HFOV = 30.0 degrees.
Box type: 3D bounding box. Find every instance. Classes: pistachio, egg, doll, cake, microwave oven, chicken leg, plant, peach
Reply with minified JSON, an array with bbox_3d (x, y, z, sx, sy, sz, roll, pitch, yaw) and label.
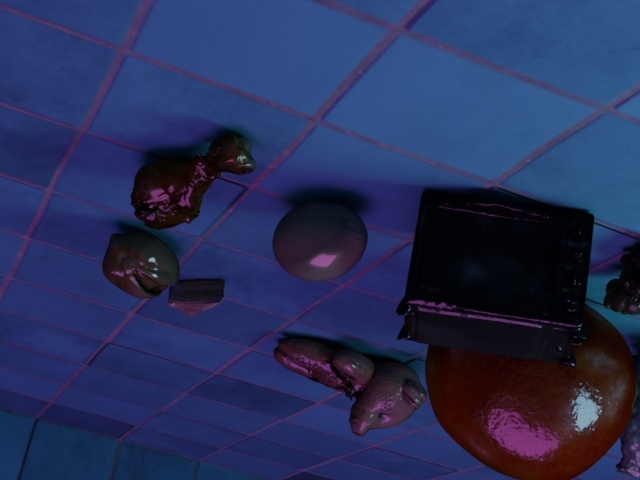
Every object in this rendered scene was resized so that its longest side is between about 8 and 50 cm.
[{"bbox_3d":[-0.289,0.040,1.939,0.113,0.113,0.149,3,163,19],"label":"pistachio"},{"bbox_3d":[0.000,0.000,1.677,0.114,0.114,0.152,29,150,-37],"label":"egg"},{"bbox_3d":[0.046,0.286,2.301,0.303,0.156,0.201,17,164,-1],"label":"doll"},{"bbox_3d":[-0.203,0.098,2.100,0.121,0.052,0.065,-7,146,37],"label":"cake"},{"bbox_3d":[0.236,0.053,1.609,0.247,0.178,0.188,8,160,7],"label":"microwave oven"},{"bbox_3d":[-0.173,-0.085,1.619,0.107,0.087,0.251,3,161,-40],"label":"chicken leg"},{"bbox_3d":[0.444,0.057,1.656,0.085,0.087,0.174,39,155,11],"label":"plant"},{"bbox_3d":[0.311,0.208,1.823,0.332,0.308,0.308,41,148,-19],"label":"peach"}]

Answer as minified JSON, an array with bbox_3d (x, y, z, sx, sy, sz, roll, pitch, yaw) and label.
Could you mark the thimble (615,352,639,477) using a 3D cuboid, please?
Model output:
[{"bbox_3d":[0.570,0.283,1.923,0.172,0.236,0.205,-4,129,25],"label":"thimble"}]
